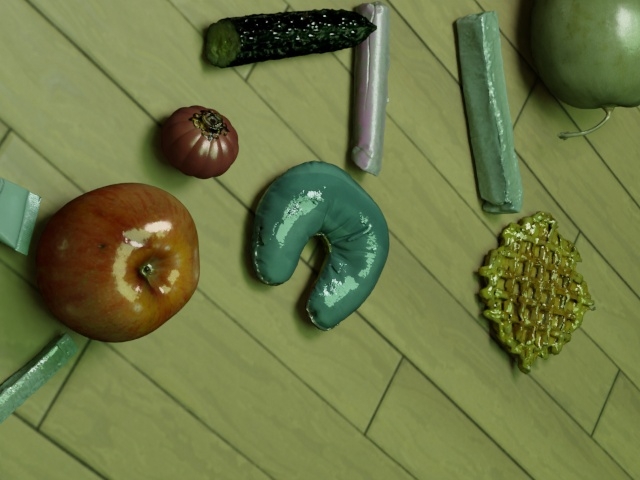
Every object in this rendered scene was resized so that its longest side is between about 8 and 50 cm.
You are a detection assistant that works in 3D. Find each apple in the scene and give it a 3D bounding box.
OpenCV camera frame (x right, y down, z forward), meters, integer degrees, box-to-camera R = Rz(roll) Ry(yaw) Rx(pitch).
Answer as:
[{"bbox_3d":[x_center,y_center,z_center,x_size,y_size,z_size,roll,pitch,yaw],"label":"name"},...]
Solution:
[{"bbox_3d":[-0.246,0.028,1.735,0.209,0.164,0.209,-4,96,-41],"label":"apple"}]

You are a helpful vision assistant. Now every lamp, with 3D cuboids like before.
[{"bbox_3d":[-0.162,-0.132,1.857,0.107,0.092,0.107,18,47,-20],"label":"lamp"}]

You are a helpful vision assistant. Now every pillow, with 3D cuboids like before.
[{"bbox_3d":[0.000,0.000,2.013,0.233,0.086,0.214,40,70,-33],"label":"pillow"}]

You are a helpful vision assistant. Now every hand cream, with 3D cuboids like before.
[{"bbox_3d":[-0.464,-0.086,1.616,0.331,0.058,0.085,35,48,-42],"label":"hand cream"}]

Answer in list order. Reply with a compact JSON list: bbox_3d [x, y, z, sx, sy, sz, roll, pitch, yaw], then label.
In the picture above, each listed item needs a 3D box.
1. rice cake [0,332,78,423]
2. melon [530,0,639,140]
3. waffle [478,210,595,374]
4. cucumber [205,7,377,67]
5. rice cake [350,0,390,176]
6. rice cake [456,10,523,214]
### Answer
[{"bbox_3d":[-0.367,0.177,1.718,0.171,0.029,0.033,-44,115,-32],"label":"rice cake"},{"bbox_3d":[0.477,-0.359,2.329,0.272,0.272,0.308,-32,106,-37],"label":"melon"},{"bbox_3d":[0.366,0.084,2.366,0.245,0.052,0.254,-43,116,-32],"label":"waffle"},{"bbox_3d":[-0.035,-0.294,1.985,0.300,0.072,0.072,-13,99,-42],"label":"cucumber"},{"bbox_3d":[0.076,-0.232,2.100,0.055,0.049,0.269,5,88,-29],"label":"rice cake"},{"bbox_3d":[0.278,-0.205,2.273,0.063,0.066,0.336,-16,102,-42],"label":"rice cake"}]
